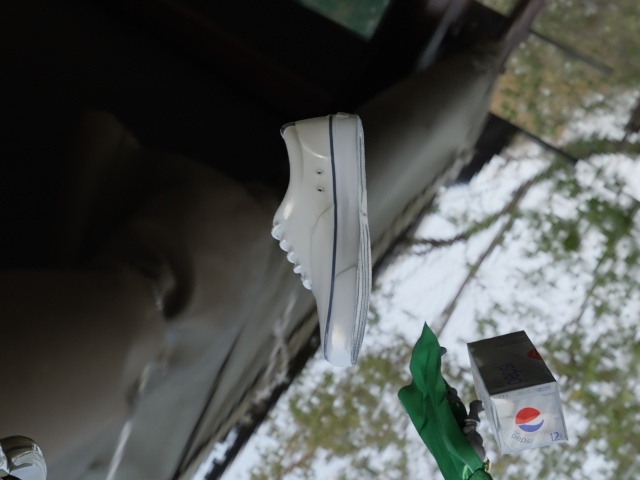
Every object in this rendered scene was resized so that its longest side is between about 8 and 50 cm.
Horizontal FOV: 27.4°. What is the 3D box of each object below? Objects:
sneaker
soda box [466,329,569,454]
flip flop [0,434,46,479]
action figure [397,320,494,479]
[{"bbox_3d":[0.000,0.000,1.313,0.091,0.258,0.094,-3,165,11],"label":"sneaker"},{"bbox_3d":[0.280,0.214,1.895,0.098,0.091,0.286,-13,-170,3],"label":"soda box"},{"bbox_3d":[-0.266,0.202,1.012,0.277,0.112,0.080,120,127,-76],"label":"flip flop"},{"bbox_3d":[0.147,0.210,1.423,0.064,0.137,0.232,-4,-146,-12],"label":"action figure"}]
